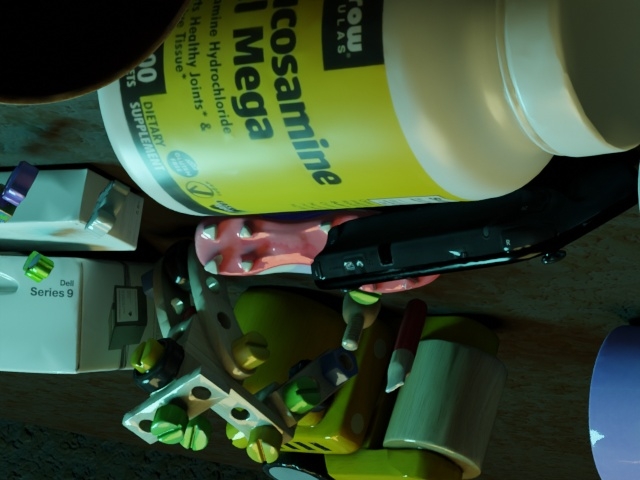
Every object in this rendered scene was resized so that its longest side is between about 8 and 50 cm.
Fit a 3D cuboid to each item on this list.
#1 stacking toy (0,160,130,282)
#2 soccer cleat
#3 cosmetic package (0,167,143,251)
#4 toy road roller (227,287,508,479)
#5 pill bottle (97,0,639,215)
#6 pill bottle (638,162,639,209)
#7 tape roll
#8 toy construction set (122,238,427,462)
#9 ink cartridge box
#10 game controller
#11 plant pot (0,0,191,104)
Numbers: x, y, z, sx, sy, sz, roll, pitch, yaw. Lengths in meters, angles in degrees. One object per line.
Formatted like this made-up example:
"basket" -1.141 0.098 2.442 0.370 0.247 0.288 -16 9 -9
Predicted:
"stacking toy" -0.292 -0.043 1.802 0.167 0.052 0.221 31 150 -17
"soccer cleat" 0.000 0.000 1.891 0.248 0.083 0.095 2 -162 7
"cosmetic package" -0.303 -0.030 1.949 0.239 0.060 0.099 -1 165 31
"toy road roller" 0.024 0.167 2.237 0.329 0.203 0.240 -3 150 41
"pill bottle" 0.038 -0.115 1.215 0.334 0.188 0.188 -3 161 36
"pill bottle" 0.366 -0.040 1.408 0.245 0.130 0.130 -2 161 36
"tape roll" 0.367 0.187 2.118 0.080 0.189 0.189 0 163 32
"toy construction set" -0.058 0.142 1.990 0.308 0.237 0.257 -9 122 19
"ink cartridge box" -0.300 0.078 2.081 0.211 0.122 0.289 1 178 15
"game controller" 0.132 -0.009 1.673 0.166 0.067 0.319 -16 -176 -37
"plant pot" -0.205 -0.189 1.111 0.215 0.215 0.230 17 178 -27
